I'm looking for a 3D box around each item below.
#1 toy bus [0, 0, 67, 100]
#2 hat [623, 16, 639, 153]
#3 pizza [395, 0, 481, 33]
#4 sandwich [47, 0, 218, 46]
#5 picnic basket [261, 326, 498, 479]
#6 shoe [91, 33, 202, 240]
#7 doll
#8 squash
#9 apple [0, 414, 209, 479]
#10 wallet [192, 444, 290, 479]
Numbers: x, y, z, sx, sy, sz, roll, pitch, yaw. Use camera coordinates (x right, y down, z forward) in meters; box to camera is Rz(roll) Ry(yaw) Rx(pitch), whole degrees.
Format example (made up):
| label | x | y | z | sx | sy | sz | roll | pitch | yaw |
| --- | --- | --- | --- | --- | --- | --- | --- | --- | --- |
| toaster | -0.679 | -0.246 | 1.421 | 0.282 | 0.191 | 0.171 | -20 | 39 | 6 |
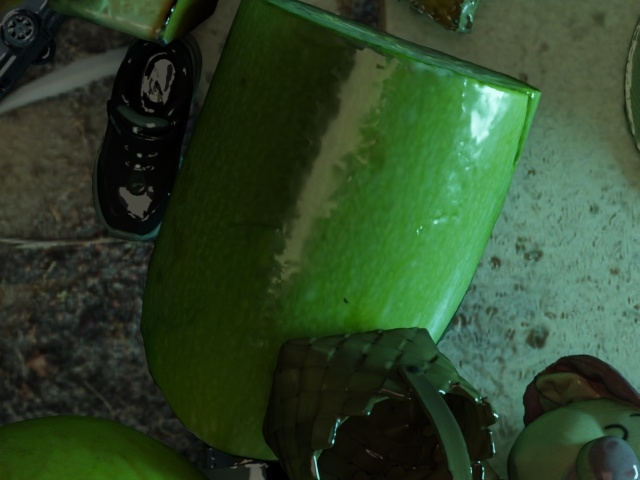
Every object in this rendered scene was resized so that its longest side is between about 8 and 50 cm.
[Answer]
| label | x | y | z | sx | sy | sz | roll | pitch | yaw |
| --- | --- | --- | --- | --- | --- | --- | --- | --- | --- |
| toy bus | -0.262 | -0.134 | 1.418 | 0.075 | 0.064 | 0.190 | 39 | 87 | 9 |
| hat | 0.354 | -0.120 | 1.388 | 0.252 | 0.110 | 0.252 | 0 | 84 | 0 |
| pizza | 0.116 | -0.281 | 1.379 | 0.323 | 0.089 | 0.223 | -26 | 96 | 31 |
| sandwich | -0.123 | -0.212 | 1.362 | 0.108 | 0.186 | 0.220 | 15 | 68 | 2 |
| picnic basket | 0.053 | 0.142 | 1.227 | 0.137 | 0.178 | 0.128 | -5 | 120 | -25 |
| shoe | -0.130 | -0.085 | 1.394 | 0.071 | 0.099 | 0.169 | 12 | 86 | -1 |
| doll | 0.174 | 0.195 | 1.334 | 0.256 | 0.152 | 0.196 | -27 | 91 | -16 |
| squash | 0.000 | 0.000 | 1.370 | 0.233 | 0.210 | 0.309 | 19 | 100 | 3 |
| apple | -0.184 | 0.280 | 1.241 | 0.339 | 0.339 | 0.340 | 0 | 85 | 0 |
| wallet | -0.010 | 0.187 | 1.385 | 0.170 | 0.069 | 0.231 | -2 | 85 | -4 |
